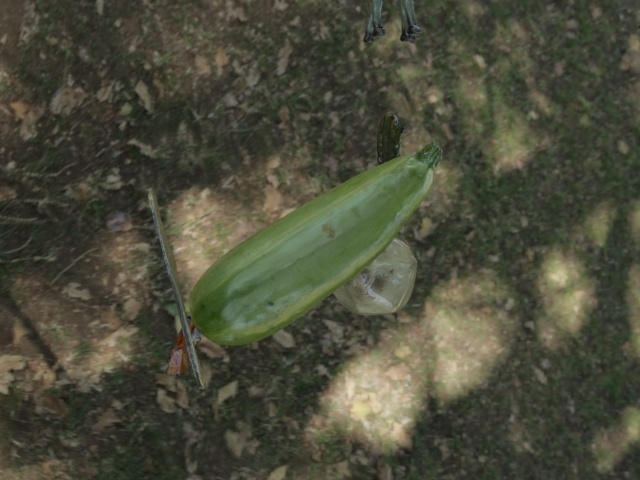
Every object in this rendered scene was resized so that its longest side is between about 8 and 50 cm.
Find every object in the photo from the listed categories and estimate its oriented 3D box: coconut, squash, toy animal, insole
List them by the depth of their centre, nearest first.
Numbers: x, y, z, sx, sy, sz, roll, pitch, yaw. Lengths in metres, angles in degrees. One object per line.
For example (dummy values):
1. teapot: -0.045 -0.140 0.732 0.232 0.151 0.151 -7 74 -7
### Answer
1. insole: -0.159 0.056 0.963 0.011 0.081 0.247 -14 117 -8
2. toy animal: 0.086 -0.328 1.029 0.073 0.217 0.176 0 96 -3
3. squash: 0.003 0.006 1.068 0.371 0.118 0.118 -34 102 -5
4. coconut: 0.123 0.065 1.967 0.224 0.224 0.224 6 78 -32

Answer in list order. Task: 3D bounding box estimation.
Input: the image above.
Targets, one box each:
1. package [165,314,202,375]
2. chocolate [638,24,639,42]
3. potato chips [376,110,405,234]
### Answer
1. package: -0.180 0.134 1.187 0.033 0.077 0.110 26 95 -4
2. chocolate: 0.345 -0.221 0.726 0.110 0.248 0.110 -2 64 3
3. potato chips: 0.112 -0.107 1.318 0.028 0.092 0.207 -16 133 -8
